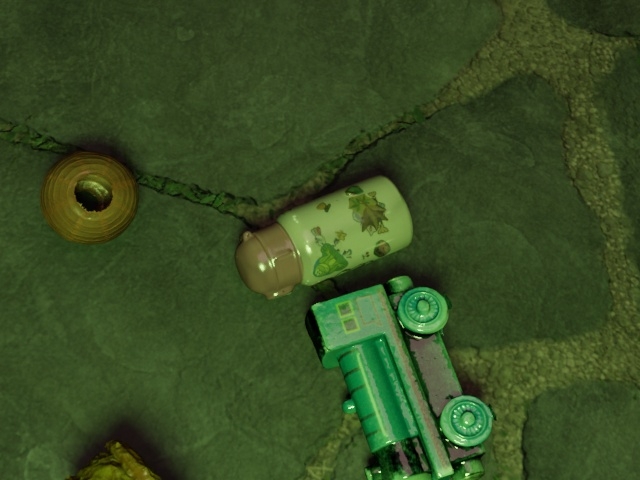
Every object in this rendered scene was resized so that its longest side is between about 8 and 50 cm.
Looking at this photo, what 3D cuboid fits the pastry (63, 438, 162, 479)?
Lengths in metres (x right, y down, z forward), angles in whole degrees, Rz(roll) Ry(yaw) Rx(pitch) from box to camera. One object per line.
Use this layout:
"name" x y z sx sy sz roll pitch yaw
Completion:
"pastry" -0.222 0.332 1.129 0.103 0.188 0.188 -37 74 -20

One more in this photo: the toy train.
"toy train" 0.109 0.198 1.295 0.194 0.120 0.298 -16 67 -9

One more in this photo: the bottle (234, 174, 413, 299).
"bottle" 0.000 0.000 1.372 0.253 0.120 0.120 -23 69 -18

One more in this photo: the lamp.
"lamp" -0.324 -0.060 1.339 0.136 0.136 0.136 4 63 -8
